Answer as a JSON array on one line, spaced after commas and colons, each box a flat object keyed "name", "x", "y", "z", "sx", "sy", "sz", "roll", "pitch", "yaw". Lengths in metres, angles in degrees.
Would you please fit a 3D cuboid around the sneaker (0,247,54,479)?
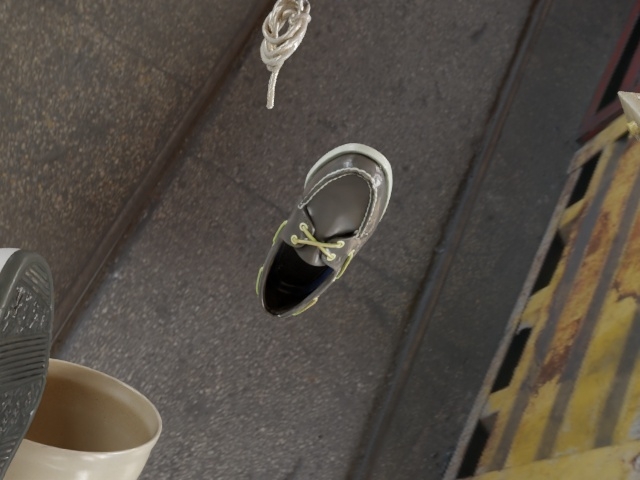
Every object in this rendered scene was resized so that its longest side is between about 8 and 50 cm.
[{"name": "sneaker", "x": -0.292, "y": 0.132, "z": 0.517, "sx": 0.178, "sy": 0.124, "sz": 0.295, "roll": 13, "pitch": 74, "yaw": 6}]

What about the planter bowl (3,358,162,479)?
[{"name": "planter bowl", "x": -0.222, "y": 0.178, "z": 0.666, "sx": 0.162, "sy": 0.162, "sz": 0.109, "roll": 16, "pitch": 100, "yaw": -17}]

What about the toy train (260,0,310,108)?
[{"name": "toy train", "x": -0.023, "y": -0.216, "z": 0.587, "sx": 0.105, "sy": 0.143, "sz": 0.248, "roll": 20, "pitch": 101, "yaw": 16}]

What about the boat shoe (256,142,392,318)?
[{"name": "boat shoe", "x": 0.000, "y": 0.000, "z": 0.782, "sx": 0.081, "sy": 0.228, "sz": 0.068, "roll": 28, "pitch": 50, "yaw": -4}]

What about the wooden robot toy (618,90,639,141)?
[{"name": "wooden robot toy", "x": 0.215, "y": -0.019, "z": 0.383, "sx": 0.079, "sy": 0.076, "sz": 0.173, "roll": -30, "pitch": 64, "yaw": 11}]
